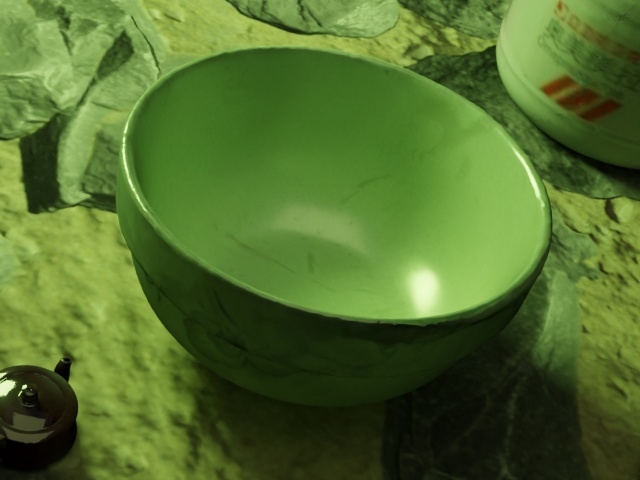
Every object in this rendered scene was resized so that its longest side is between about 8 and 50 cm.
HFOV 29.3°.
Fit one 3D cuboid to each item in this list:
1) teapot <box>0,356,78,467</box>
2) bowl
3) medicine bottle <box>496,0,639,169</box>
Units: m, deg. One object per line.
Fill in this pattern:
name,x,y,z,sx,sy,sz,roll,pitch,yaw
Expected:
teapot,-0.193,0.113,0.799,0.067,0.045,0.100,26,42,10
bowl,0.000,0.000,0.895,0.307,0.163,0.307,9,43,-9
medicine bottle,0.330,-0.255,1.154,0.256,0.325,0.256,11,44,-10
